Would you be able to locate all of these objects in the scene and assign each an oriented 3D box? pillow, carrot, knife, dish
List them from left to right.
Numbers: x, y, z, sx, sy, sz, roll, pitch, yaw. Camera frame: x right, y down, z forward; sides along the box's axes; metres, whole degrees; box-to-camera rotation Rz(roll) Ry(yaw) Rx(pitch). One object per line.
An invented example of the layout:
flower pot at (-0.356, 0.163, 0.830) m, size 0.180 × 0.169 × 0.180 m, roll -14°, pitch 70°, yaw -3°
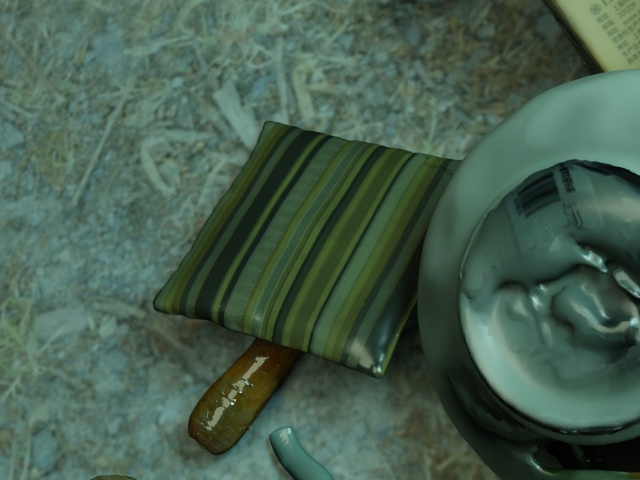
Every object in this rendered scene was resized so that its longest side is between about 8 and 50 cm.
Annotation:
carrot at (-0.037, 0.090, 1.249) m, size 0.047 × 0.047 × 0.191 m, roll 35°, pitch 81°, yaw 27°
pillow at (0.000, 0.000, 1.234) m, size 0.212 × 0.052 × 0.208 m, roll 15°, pitch 59°, yaw 27°
knife at (0.028, 0.217, 1.192) m, size 0.028 × 0.015 × 0.210 m, roll -43°, pitch 63°, yaw -4°
dish at (0.189, 0.040, 1.040) m, size 0.324 × 0.124 × 0.324 m, roll -2°, pitch 87°, yaw 33°

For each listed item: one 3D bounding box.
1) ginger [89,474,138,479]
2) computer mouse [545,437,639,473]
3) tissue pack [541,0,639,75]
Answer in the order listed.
ginger at (-0.208, 0.265, 1.216) m, size 0.204 × 0.104 × 0.080 m, roll -44°, pitch 52°, yaw -2°
computer mouse at (0.290, 0.082, 1.101) m, size 0.295 × 0.087 × 0.168 m, roll -31°, pitch 72°, yaw 24°
tissue pack at (0.279, -0.278, 1.174) m, size 0.305 × 0.238 × 0.238 m, roll -38°, pitch 63°, yaw 7°
